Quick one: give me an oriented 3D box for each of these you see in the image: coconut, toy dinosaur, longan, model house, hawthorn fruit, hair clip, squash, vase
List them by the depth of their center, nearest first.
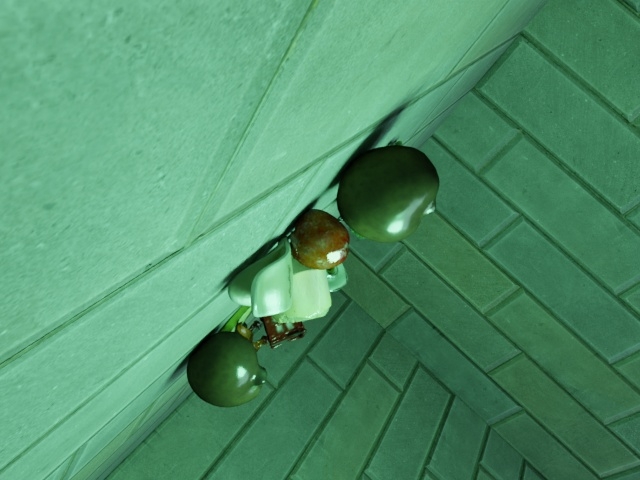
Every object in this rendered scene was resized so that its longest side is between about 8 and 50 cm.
[{"bbox_3d":[-0.127,0.106,1.274,0.282,0.113,0.172,-25,120,-55],"label":"hair clip"},{"bbox_3d":[0.000,0.000,1.372,0.173,0.173,0.173,-47,176,-5],"label":"hawthorn fruit"},{"bbox_3d":[0.194,-0.138,1.392,0.297,0.297,0.297,-47,176,-5],"label":"longan"},{"bbox_3d":[-0.325,0.457,1.720,0.300,0.300,0.243,-52,-164,49],"label":"longan"},{"bbox_3d":[-0.084,0.165,1.751,0.239,0.244,0.239,-9,175,-1],"label":"coconut"},{"bbox_3d":[-0.323,0.305,1.941,0.219,0.041,0.219,-52,176,-5],"label":"squash"},{"bbox_3d":[-0.179,0.303,2.018,0.160,0.253,0.196,-23,164,-12],"label":"model house"},{"bbox_3d":[-0.301,0.418,2.030,0.208,0.097,0.432,-40,149,-46],"label":"toy dinosaur"},{"bbox_3d":[-0.060,0.218,2.192,0.250,0.250,0.445,-44,180,-41],"label":"vase"}]

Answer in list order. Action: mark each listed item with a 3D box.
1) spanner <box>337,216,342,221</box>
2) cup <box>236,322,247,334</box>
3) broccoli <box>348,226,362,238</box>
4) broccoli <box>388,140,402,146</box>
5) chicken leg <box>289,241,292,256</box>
[{"bbox_3d":[0.152,-0.170,2.343,0.093,0.026,0.325,-44,174,-45],"label":"spanner"},{"bbox_3d":[-0.371,0.396,2.125,0.116,0.074,0.104,-54,-163,25],"label":"cup"},{"bbox_3d":[0.199,-0.133,1.734,0.270,0.269,0.270,-3,-174,12],"label":"broccoli"},{"bbox_3d":[0.277,-0.322,1.836,0.118,0.122,0.204,-32,-159,40],"label":"broccoli"},{"bbox_3d":[-0.071,0.018,1.484,0.251,0.087,0.107,-35,158,-40],"label":"chicken leg"}]
